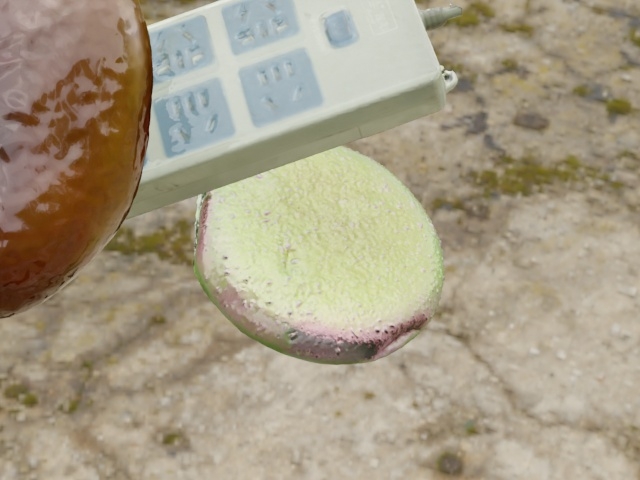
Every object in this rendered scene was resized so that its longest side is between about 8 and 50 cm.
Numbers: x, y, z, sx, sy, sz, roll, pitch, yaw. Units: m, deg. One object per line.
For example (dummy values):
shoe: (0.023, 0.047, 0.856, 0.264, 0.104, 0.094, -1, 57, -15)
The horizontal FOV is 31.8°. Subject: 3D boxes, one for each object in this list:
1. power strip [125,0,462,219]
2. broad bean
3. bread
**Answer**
power strip: (-0.092, -0.076, 0.661, 0.367, 0.043, 0.106, -19, 64, 3)
broad bean: (-0.129, -0.051, 0.471, 0.114, 0.165, 0.084, -2, 11, -19)
bread: (0.000, 0.000, 0.933, 0.228, 0.033, 0.228, 10, 55, -15)
